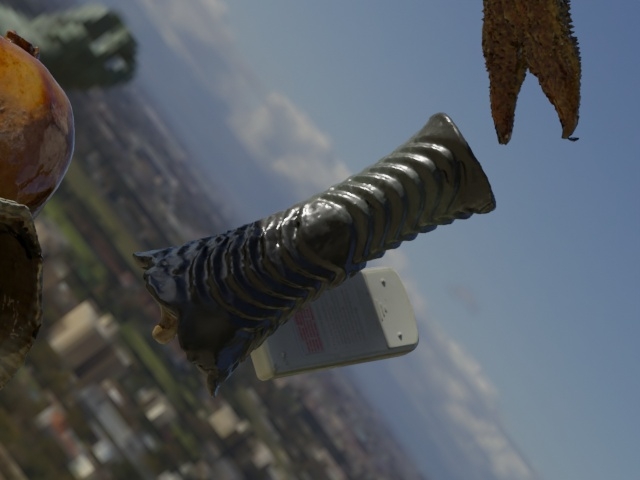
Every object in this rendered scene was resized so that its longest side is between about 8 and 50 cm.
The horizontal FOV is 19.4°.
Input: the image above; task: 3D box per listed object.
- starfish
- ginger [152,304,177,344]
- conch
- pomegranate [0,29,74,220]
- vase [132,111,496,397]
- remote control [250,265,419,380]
[{"bbox_3d":[0.123,-0.174,1.184,0.240,0.043,0.227,-173,-98,-70],"label":"starfish"},{"bbox_3d":[-0.138,0.048,1.753,0.048,0.097,0.030,35,9,36],"label":"ginger"},{"bbox_3d":[-0.269,0.029,1.317,0.130,0.155,0.207,-56,132,-68],"label":"conch"},{"bbox_3d":[-0.317,-0.101,1.654,0.215,0.215,0.215,53,-1,1],"label":"pomegranate"},{"bbox_3d":[0.000,0.000,1.289,0.115,0.237,0.115,60,-3,5],"label":"vase"},{"bbox_3d":[0.009,0.072,1.693,0.029,0.190,0.087,-29,-106,47],"label":"remote control"}]
